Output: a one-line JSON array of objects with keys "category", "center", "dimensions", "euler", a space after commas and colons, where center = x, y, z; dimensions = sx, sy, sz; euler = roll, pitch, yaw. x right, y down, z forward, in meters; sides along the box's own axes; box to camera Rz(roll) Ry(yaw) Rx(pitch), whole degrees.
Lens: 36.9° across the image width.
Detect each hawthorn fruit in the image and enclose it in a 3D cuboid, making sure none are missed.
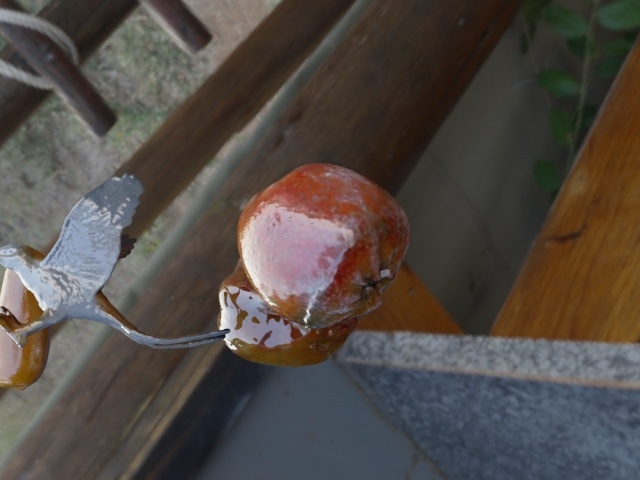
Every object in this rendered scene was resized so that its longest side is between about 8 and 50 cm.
[{"category": "hawthorn fruit", "center": [0.000, 0.000, 0.983], "dimensions": [0.173, 0.172, 0.172], "euler": [25, 151, 15]}, {"category": "hawthorn fruit", "center": [-0.042, 0.110, 1.596], "dimensions": [0.248, 0.208, 0.208], "euler": [8, 146, 15]}]

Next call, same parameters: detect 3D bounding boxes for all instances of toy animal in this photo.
[{"category": "toy animal", "center": [-0.340, 0.097, 1.471], "dimensions": [0.284, 0.302, 0.225], "euler": [58, 152, 7]}]

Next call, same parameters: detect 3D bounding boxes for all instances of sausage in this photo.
[{"category": "sausage", "center": [-0.489, 0.133, 1.589], "dimensions": [0.098, 0.238, 0.098], "euler": [9, -177, -1]}]
